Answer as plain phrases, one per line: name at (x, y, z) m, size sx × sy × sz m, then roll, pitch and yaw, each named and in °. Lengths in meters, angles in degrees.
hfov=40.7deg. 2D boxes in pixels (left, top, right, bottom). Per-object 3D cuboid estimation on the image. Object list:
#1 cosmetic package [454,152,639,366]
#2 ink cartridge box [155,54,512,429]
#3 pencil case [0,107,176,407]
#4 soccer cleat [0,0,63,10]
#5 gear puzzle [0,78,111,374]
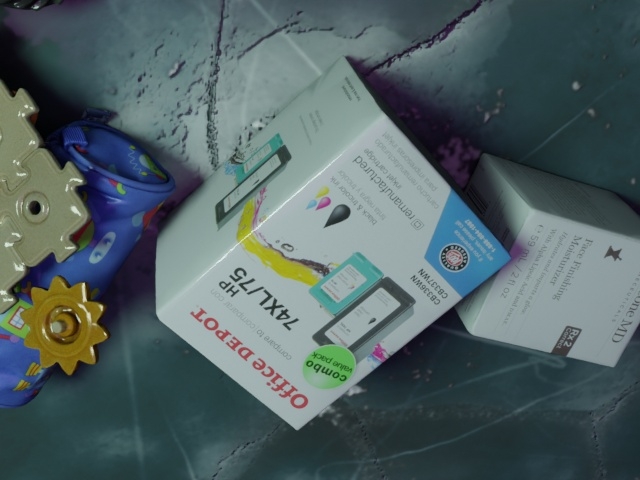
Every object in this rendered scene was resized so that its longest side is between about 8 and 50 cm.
cosmetic package at (0.246, 0.021, 0.935) m, size 0.183 × 0.151 × 0.151 m, roll 14°, pitch 114°, yaw -17°
ink cartridge box at (0.000, 0.000, 0.852) m, size 0.270 × 0.197 × 0.198 m, roll -41°, pitch 116°, yaw 11°
pencil case at (-0.270, 0.022, 0.856) m, size 0.133 × 0.119 × 0.306 m, roll 26°, pitch 109°, yaw -28°
soccer cleat at (-0.317, -0.246, 0.728) m, size 0.318 × 0.116 × 0.108 m, roll -25°, pitch 152°, yaw -15°
gear puzzle at (-0.285, -0.034, 0.778) m, size 0.175 × 0.044 × 0.339 m, roll -38°, pitch 81°, yaw 15°
